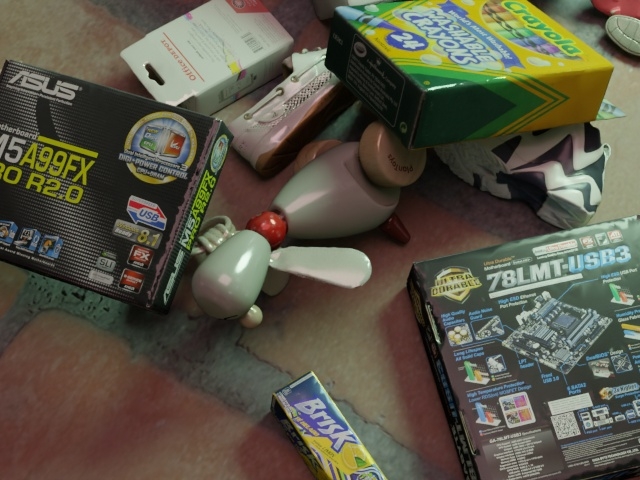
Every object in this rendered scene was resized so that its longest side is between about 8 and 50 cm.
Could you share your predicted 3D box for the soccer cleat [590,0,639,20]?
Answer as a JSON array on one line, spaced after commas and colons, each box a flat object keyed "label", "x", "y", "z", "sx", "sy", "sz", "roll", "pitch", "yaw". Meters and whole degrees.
[{"label": "soccer cleat", "x": 0.488, "y": -0.369, "z": 1.550, "sx": 0.248, "sy": 0.083, "sz": 0.095, "roll": -12, "pitch": 36, "yaw": -5}]

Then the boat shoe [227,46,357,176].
[{"label": "boat shoe", "x": -0.010, "y": -0.205, "z": 1.410, "sx": 0.096, "sy": 0.098, "sz": 0.277, "roll": 40, "pitch": 69, "yaw": 14}]

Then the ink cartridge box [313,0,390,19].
[{"label": "ink cartridge box", "x": 0.164, "y": -0.481, "z": 1.456, "sx": 0.395, "sy": 0.166, "sz": 0.285, "roll": -17, "pitch": 101, "yaw": -12}]

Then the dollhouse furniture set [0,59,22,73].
[{"label": "dollhouse furniture set", "x": -0.386, "y": -0.096, "z": 1.332, "sx": 0.129, "sy": 0.129, "sz": 0.183, "roll": -24, "pitch": 92, "yaw": -15}]

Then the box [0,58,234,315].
[{"label": "box", "x": -0.257, "y": -0.061, "z": 1.207, "sx": 0.270, "sy": 0.060, "sz": 0.216, "roll": 18, "pitch": 81, "yaw": 14}]

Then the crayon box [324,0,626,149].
[{"label": "crayon box", "x": 0.195, "y": -0.212, "z": 1.320, "sx": 0.323, "sy": 0.083, "sz": 0.203, "roll": -11, "pitch": 41, "yaw": -28}]

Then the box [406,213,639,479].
[{"label": "box", "x": 0.279, "y": 0.136, "z": 1.277, "sx": 0.296, "sy": 0.073, "sz": 0.293, "roll": -12, "pitch": 64, "yaw": -10}]

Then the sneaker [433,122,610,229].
[{"label": "sneaker", "x": 0.262, "y": -0.132, "z": 1.397, "sx": 0.235, "sy": 0.094, "sz": 0.153, "roll": 27, "pitch": 64, "yaw": 9}]

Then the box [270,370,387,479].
[{"label": "box", "x": 0.012, "y": 0.231, "z": 1.217, "sx": 0.054, "sy": 0.059, "sz": 0.169, "roll": -30, "pitch": 70, "yaw": -20}]

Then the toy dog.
[{"label": "toy dog", "x": 0.000, "y": 0.000, "z": 1.281, "sx": 0.334, "sy": 0.220, "sz": 0.161, "roll": -37, "pitch": 108, "yaw": -14}]

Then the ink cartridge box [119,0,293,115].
[{"label": "ink cartridge box", "x": -0.147, "y": -0.234, "z": 1.432, "sx": 0.198, "sy": 0.067, "sz": 0.115, "roll": -32, "pitch": 70, "yaw": -20}]

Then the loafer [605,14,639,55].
[{"label": "loafer", "x": 0.448, "y": -0.269, "z": 1.515, "sx": 0.125, "sy": 0.039, "sz": 0.045, "roll": 28, "pitch": 98, "yaw": 13}]
